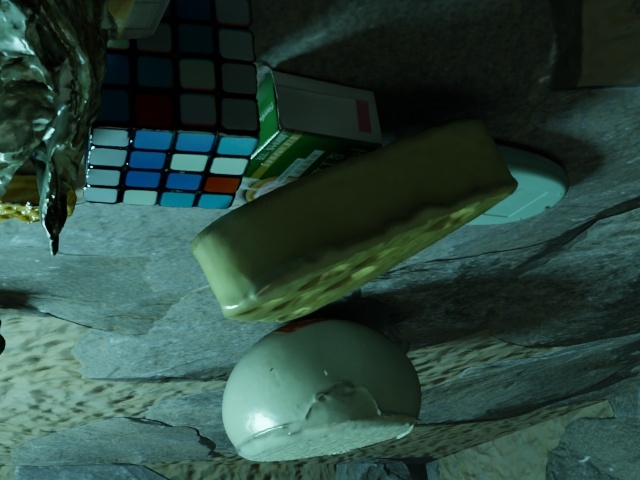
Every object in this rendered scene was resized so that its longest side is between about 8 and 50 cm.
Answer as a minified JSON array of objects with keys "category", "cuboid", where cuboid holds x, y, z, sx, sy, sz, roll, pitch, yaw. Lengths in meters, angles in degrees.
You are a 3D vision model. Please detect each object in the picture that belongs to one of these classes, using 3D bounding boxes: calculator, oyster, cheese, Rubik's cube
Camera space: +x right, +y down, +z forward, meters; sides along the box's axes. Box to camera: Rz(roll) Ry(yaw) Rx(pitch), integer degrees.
[{"category":"calculator","cuboid":[0.206,-0.072,1.267,0.295,0.042,0.184,7,153,-30]},{"category":"oyster","cuboid":[-0.221,-0.118,0.677,0.158,0.162,0.351,-20,153,-20]},{"category":"cheese","cuboid":[-0.001,0.000,1.068,0.384,0.104,0.384,-26,171,-4]},{"category":"Rubik's cube","cuboid":[-0.147,-0.132,0.891,0.151,0.155,0.154,3,155,-17]}]

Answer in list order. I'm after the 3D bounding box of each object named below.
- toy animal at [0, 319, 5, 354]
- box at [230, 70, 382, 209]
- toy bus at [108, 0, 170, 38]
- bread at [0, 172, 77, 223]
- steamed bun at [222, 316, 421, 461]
[{"category":"toy animal","cuboid":[-0.592,0.148,1.464,0.146,0.115,0.245,-9,157,7]},{"category":"box","cuboid":[-0.038,-0.105,1.083,0.135,0.081,0.199,6,156,-29]},{"category":"toy bus","cuboid":[-0.138,-0.253,0.700,0.106,0.092,0.268,-4,158,-29]},{"category":"bread","cuboid":[-0.359,-0.050,1.161,0.110,0.044,0.083,3,156,-27]},{"category":"steamed bun","cuboid":[-0.004,0.273,1.754,0.374,0.241,0.374,-10,158,-4]}]
